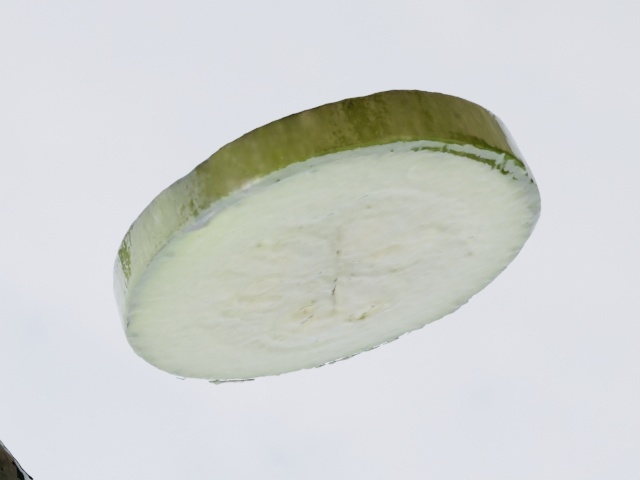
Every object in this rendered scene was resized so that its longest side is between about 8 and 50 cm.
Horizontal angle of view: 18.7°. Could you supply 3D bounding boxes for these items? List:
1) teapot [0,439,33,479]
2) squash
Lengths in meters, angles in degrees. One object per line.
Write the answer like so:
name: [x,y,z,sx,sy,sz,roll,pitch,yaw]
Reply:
teapot: [-0.171,0.122,0.382,0.269,0.182,0.173,-31,-104,-28]
squash: [0.002,0.004,0.956,0.219,0.219,0.041,0,-123,-40]
